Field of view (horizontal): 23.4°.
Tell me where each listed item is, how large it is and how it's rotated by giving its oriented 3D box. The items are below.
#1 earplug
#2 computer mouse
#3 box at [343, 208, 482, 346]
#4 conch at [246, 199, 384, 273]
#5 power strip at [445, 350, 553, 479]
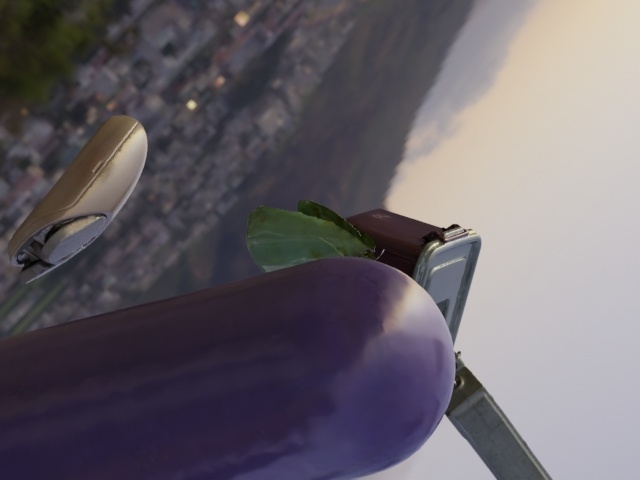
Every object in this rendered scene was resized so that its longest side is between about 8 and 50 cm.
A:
[{"bbox_3d":[-0.092,0.133,1.282,0.455,0.215,0.215,-19,-162,36],"label":"earplug"},{"bbox_3d":[-0.279,-0.049,1.829,0.145,0.082,0.236,-41,-165,47],"label":"computer mouse"},{"bbox_3d":[0.089,0.100,2.162,0.193,0.167,0.294,-18,126,-61],"label":"box"},{"bbox_3d":[0.000,0.000,1.561,0.170,0.079,0.105,8,-148,39],"label":"conch"},{"bbox_3d":[0.188,0.216,1.636,0.052,0.272,0.078,-37,-140,-1],"label":"power strip"}]
